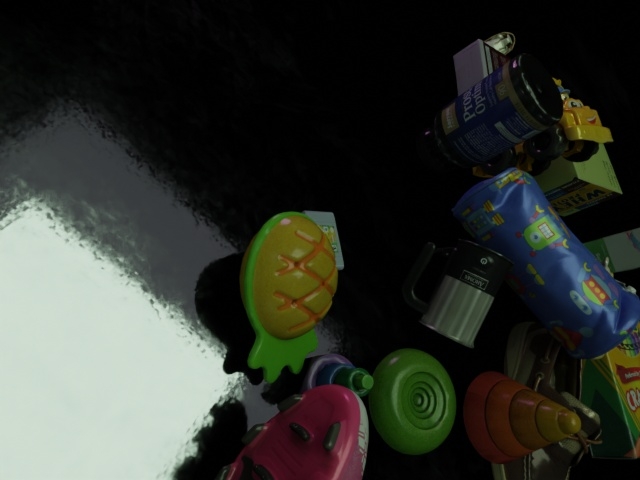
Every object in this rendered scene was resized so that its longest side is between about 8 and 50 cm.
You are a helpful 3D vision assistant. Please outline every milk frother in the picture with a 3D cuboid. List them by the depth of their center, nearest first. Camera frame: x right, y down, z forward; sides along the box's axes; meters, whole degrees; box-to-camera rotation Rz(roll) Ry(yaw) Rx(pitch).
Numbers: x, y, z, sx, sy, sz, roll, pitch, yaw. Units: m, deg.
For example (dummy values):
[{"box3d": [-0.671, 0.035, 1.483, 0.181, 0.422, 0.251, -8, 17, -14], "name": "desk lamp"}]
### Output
[{"box3d": [0.203, 0.072, 0.661, 0.143, 0.129, 0.134, 26, 91, -60], "name": "milk frother"}]

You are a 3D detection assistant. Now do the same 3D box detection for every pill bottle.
[{"box3d": [0.274, -0.198, 0.741, 0.123, 0.219, 0.122, 16, 62, -32], "name": "pill bottle"}]

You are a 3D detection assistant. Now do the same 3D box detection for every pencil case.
[{"box3d": [0.343, 0.027, 0.666, 0.133, 0.119, 0.306, -38, 80, 3], "name": "pencil case"}]

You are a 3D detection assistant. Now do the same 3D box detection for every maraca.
[{"box3d": [-0.035, 0.061, 0.481, 0.127, 0.099, 0.185, 1, 94, -48], "name": "maraca"}]

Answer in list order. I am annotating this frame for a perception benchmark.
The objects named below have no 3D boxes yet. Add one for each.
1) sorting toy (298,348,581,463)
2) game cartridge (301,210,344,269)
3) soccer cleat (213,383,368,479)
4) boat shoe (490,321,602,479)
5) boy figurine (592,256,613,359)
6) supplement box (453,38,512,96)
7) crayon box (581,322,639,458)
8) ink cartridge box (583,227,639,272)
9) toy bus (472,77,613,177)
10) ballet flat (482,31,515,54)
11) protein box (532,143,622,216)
[{"box3d": [0.162, 0.194, 0.517, 0.366, 0.126, 0.126, 18, 66, -21], "name": "sorting toy"}, {"box3d": [0.000, 0.000, 0.584, 0.056, 0.017, 0.083, -1, 71, -33], "name": "game cartridge"}, {"box3d": [-0.044, 0.284, 0.357, 0.143, 0.116, 0.331, 47, 65, -30], "name": "soccer cleat"}, {"box3d": [0.351, 0.267, 0.663, 0.123, 0.123, 0.341, 40, 52, -17], "name": "boat shoe"}, {"box3d": [0.430, 0.076, 0.766, 0.092, 0.177, 0.285, -35, 89, -32], "name": "boy figurine"}, {"box3d": [0.412, -0.344, 1.000, 0.240, 0.073, 0.130, 9, 72, -34], "name": "supplement box"}, {"box3d": [0.582, 0.249, 0.875, 0.202, 0.081, 0.318, 10, 65, -33], "name": "crayon box"}, {"box3d": [0.771, 0.014, 1.030, 0.155, 0.212, 0.093, -2, 73, -38], "name": "ink cartridge box"}, {"box3d": [0.400, -0.235, 0.830, 0.150, 0.220, 0.211, -4, 84, -33], "name": "toy bus"}, {"box3d": [0.423, -0.471, 1.071, 0.073, 0.067, 0.206, 54, 50, -11], "name": "ballet flat"}, {"box3d": [0.531, -0.179, 0.982, 0.201, 0.136, 0.199, 6, 67, -35], "name": "protein box"}]
